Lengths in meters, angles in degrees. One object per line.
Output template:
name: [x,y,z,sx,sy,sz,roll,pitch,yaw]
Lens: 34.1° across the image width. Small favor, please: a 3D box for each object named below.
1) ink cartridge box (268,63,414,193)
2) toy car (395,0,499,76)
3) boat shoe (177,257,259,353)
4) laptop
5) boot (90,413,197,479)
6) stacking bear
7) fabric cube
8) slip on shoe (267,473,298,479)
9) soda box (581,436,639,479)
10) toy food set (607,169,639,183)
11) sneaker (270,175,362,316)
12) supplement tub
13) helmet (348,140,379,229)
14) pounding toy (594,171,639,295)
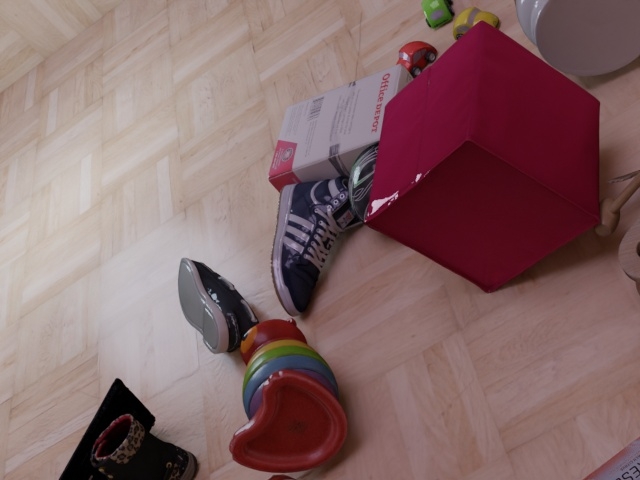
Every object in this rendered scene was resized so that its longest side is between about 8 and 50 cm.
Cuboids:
ink cartridge box: [0.056,-0.198,2.033,0.283,0.117,0.207,-16,44,33]
toy car: [0.243,-0.453,2.165,0.239,0.053,0.225,-27,40,21]
boat shoe: [-0.197,0.122,1.982,0.302,0.091,0.114,-127,41,-53]
laptop: [-0.404,0.380,1.823,0.137,0.264,0.234,13,62,25]
boot: [-0.335,0.413,1.738,0.236,0.178,0.085,-50,41,-11]
stacking bear: [-0.060,0.227,1.692,0.175,0.164,0.289,-60,21,17]
fabric cube: [0.252,-0.122,1.608,0.259,0.254,0.258,-39,30,45]
slip on shoe: [-0.138,0.481,1.562,0.331,0.123,0.101,-46,13,-4]
soda box: [0.390,0.294,1.281,0.183,0.058,0.063,-40,36,7]
toy food set: [0.532,-0.094,1.514,0.132,0.038,0.192,-17,5,-42]
sneaker: [0.000,0.000,1.908,0.153,0.099,0.282,-12,53,21]
supplement tub: [0.453,-0.467,1.825,0.241,0.241,0.331,-25,40,23]
helmet: [0.128,-0.096,1.843,0.162,0.169,0.169,-19,40,4]
pounding toy: [0.481,-0.011,1.416,0.270,0.155,0.154,-6,47,42]
